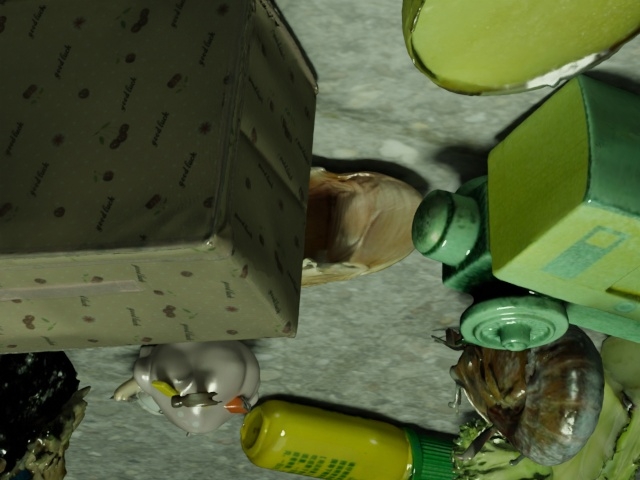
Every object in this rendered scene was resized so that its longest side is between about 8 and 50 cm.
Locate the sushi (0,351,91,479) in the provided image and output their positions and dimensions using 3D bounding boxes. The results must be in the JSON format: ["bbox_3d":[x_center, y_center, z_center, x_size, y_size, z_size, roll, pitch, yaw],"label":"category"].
[{"bbox_3d":[-0.327,0.186,1.961,0.225,0.238,0.219,-1,125,57],"label":"sushi"}]

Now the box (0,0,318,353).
[{"bbox_3d":[-0.173,-0.050,1.485,0.297,0.225,0.190,-3,153,17],"label":"box"}]

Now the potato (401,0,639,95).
[{"bbox_3d":[0.149,-0.207,1.241,0.160,0.111,0.271,8,141,-27],"label":"potato"}]

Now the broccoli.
[{"bbox_3d":[0.271,0.219,2.095,0.221,0.252,0.361,5,121,-11],"label":"broccoli"}]

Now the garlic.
[{"bbox_3d":[0.005,-0.008,1.719,0.174,0.099,0.124,-13,170,39],"label":"garlic"}]

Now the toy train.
[{"bbox_3d":[0.283,0.011,1.648,0.397,0.160,0.253,17,145,-25],"label":"toy train"}]

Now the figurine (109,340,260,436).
[{"bbox_3d":[-0.133,0.144,2.038,0.137,0.112,0.229,23,162,-20],"label":"figurine"}]

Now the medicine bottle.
[{"bbox_3d":[0.065,0.241,2.243,0.309,0.076,0.111,13,159,-19],"label":"medicine bottle"}]

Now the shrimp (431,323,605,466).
[{"bbox_3d":[0.181,0.133,1.877,0.116,0.145,0.343,-8,-173,-14],"label":"shrimp"}]
